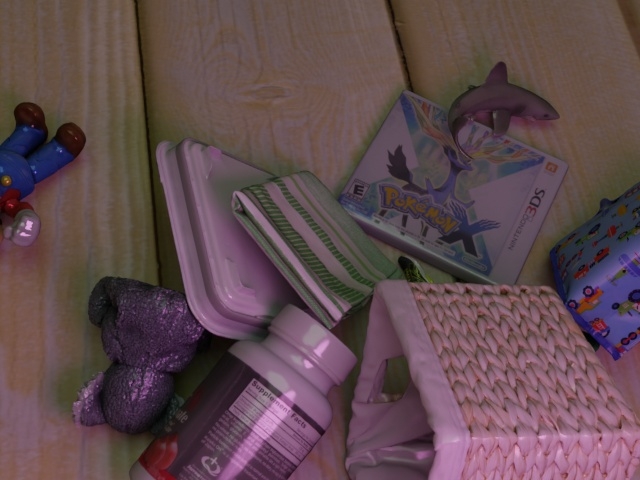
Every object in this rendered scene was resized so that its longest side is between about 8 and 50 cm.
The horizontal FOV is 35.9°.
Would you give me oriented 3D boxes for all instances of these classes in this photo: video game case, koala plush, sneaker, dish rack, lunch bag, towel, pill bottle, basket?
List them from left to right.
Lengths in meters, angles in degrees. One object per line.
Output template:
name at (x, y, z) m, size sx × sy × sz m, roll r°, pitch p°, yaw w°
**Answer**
koala plush at (-0.256, 0.177, 1.422) m, size 0.196 × 0.203 × 0.221 m, roll 18°, pitch 81°, yaw -14°
pill bottle at (-0.095, 0.248, 1.350) m, size 0.176 × 0.176 × 0.318 m, roll 37°, pitch 79°, yaw 15°
dish rack at (-0.105, -0.002, 1.499) m, size 0.072 × 0.286 × 0.332 m, roll -31°, pitch 59°, yaw 27°
towel at (0.000, 0.000, 1.486) m, size 0.248 × 0.038 × 0.325 m, roll 49°, pitch 21°, yaw 6°
sneaker at (0.153, 0.059, 1.616) m, size 0.035 × 0.031 × 0.083 m, roll -35°, pitch 69°, yaw -23°
video game case at (0.228, -0.089, 1.708) m, size 0.329 × 0.036 × 0.300 m, roll 26°, pitch 60°, yaw 9°
basket at (0.203, 0.262, 1.289) m, size 0.267 × 0.328 × 0.331 m, roll 0°, pitch 32°, yaw -13°
lunch bag at (0.470, 0.005, 1.533) m, size 0.138 × 0.221 × 0.293 m, roll 42°, pitch 21°, yaw -18°

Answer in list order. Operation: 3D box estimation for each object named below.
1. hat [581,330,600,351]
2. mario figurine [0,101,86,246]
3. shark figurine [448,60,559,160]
hat at (0.355, 0.245, 1.523) m, size 0.173 × 0.209 × 0.183 m, roll -18°, pitch 106°, yaw -39°
mario figurine at (-0.507, -0.099, 1.550) m, size 0.198 × 0.170 × 0.320 m, roll 0°, pitch 43°, yaw 34°
shark figurine at (0.291, -0.254, 1.735) m, size 0.278 × 0.116 × 0.166 m, roll -22°, pitch 53°, yaw -39°
